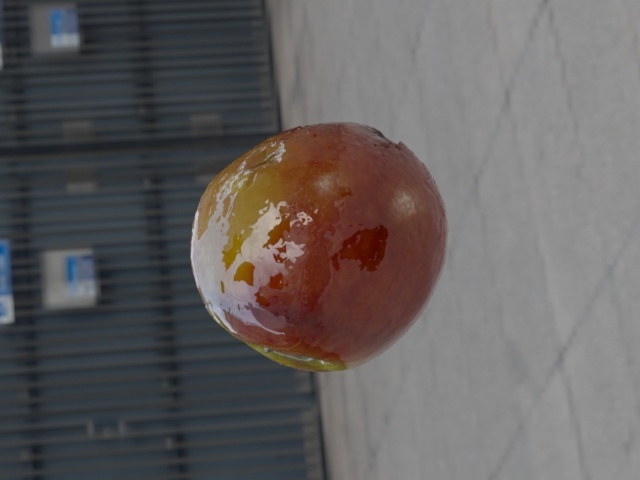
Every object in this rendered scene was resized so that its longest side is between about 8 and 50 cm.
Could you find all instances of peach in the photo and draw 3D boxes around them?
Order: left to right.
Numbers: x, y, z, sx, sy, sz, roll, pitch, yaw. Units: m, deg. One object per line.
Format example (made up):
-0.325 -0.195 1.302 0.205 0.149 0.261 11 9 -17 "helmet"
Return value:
0.000 0.000 1.732 0.238 0.281 0.281 109 156 -78 "peach"
